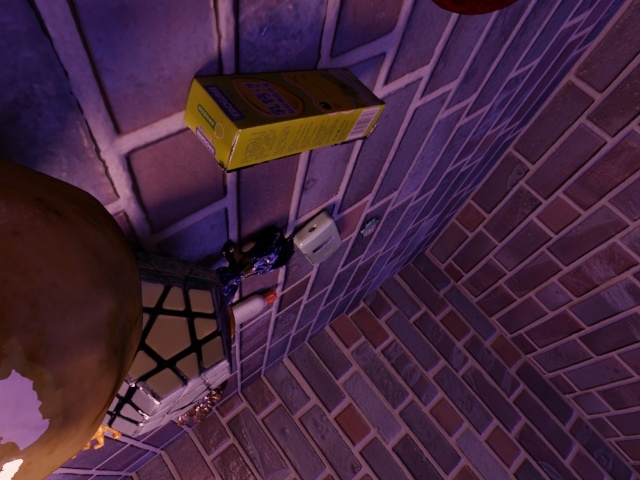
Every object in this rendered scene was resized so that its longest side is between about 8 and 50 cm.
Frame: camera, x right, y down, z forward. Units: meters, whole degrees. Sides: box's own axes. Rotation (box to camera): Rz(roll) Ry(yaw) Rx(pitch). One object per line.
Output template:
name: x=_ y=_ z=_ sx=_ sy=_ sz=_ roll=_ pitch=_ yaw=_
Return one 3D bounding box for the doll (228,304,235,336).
doll: x=-0.325 y=0.232 z=1.012 sx=0.269 sy=0.162 sz=0.167 roll=-21 pitch=127 yaw=-36

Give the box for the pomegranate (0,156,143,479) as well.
pomegranate: x=-0.324 y=0.071 z=0.335 sx=0.332 sy=0.332 sz=0.332 roll=-36 pitch=162 yaw=-14

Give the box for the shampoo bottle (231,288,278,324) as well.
shampoo bottle: x=-0.234 y=0.222 z=1.350 sx=0.220 sy=0.051 sz=0.108 roll=-26 pitch=154 yaw=-39

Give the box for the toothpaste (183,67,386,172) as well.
toothpaste: x=-0.038 y=-0.199 z=0.647 sx=0.327 sy=0.110 sz=0.077 roll=-25 pitch=158 yaw=-42

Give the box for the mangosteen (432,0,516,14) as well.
mangosteen: x=0.220 y=-0.415 z=0.542 sx=0.215 sy=0.215 sz=0.257 roll=-53 pitch=178 yaw=34

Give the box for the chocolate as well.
chocolate: x=-0.177 y=0.061 z=0.990 sx=0.343 sy=0.126 sz=0.148 roll=-33 pitch=120 yaw=-33

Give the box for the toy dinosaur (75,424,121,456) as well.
toy dinosaur: x=-0.611 y=0.504 z=1.141 sx=0.288 sy=0.117 sz=0.070 roll=-24 pitch=174 yaw=-3

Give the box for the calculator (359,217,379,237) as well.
calculator: x=0.194 y=-0.051 z=1.644 sx=0.094 sy=0.019 sz=0.141 roll=-36 pitch=162 yaw=-8

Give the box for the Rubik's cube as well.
Rubik's cube: x=-0.299 y=0.169 z=0.731 sx=0.319 sy=0.319 sz=0.264 roll=-41 pitch=136 yaw=-1

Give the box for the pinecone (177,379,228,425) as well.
pinecone: x=-0.399 y=0.457 z=1.329 sx=0.202 sy=0.201 sz=0.229 roll=-52 pitch=163 yaw=21

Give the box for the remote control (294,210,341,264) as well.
remote control: x=0.000 y=0.000 z=1.297 sx=0.140 sy=0.056 sz=0.296 roll=-38 pitch=164 yaw=-2
